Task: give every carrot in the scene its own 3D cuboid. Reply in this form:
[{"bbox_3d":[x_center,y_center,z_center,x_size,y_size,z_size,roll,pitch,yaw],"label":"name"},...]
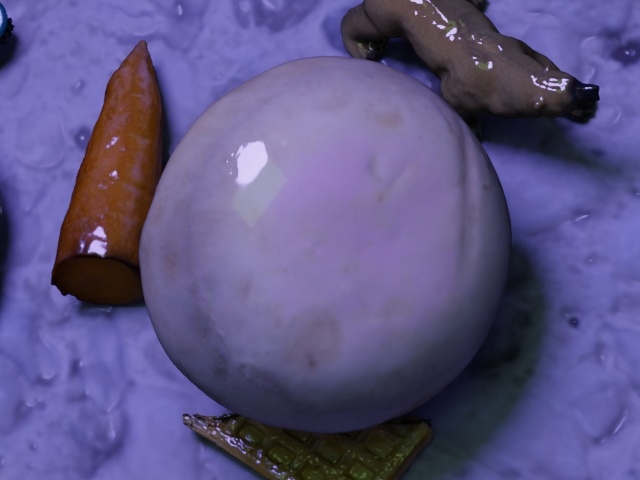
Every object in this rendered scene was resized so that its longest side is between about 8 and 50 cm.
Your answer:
[{"bbox_3d":[-0.147,-0.058,1.295,0.072,0.072,0.205,-1,65,14],"label":"carrot"}]

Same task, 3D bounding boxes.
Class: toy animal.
[{"bbox_3d":[0.105,-0.133,1.244,0.103,0.101,0.218,-41,64,-7],"label":"toy animal"}]

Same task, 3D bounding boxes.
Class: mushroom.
[{"bbox_3d":[0.000,0.000,1.169,0.246,0.202,0.246,-3,99,-16],"label":"mushroom"}]

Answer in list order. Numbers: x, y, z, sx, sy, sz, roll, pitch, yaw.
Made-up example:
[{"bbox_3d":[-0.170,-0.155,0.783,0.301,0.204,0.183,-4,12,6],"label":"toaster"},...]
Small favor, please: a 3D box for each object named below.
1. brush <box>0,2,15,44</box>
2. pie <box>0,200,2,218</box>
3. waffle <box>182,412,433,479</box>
[{"bbox_3d":[-0.312,-0.115,1.384,0.193,0.032,0.043,-43,69,7],"label":"brush"},{"bbox_3d":[-0.376,0.015,1.310,0.306,0.071,0.306,-5,72,15],"label":"pie"},{"bbox_3d":[-0.010,0.126,1.204,0.153,0.023,0.097,30,76,24],"label":"waffle"}]
